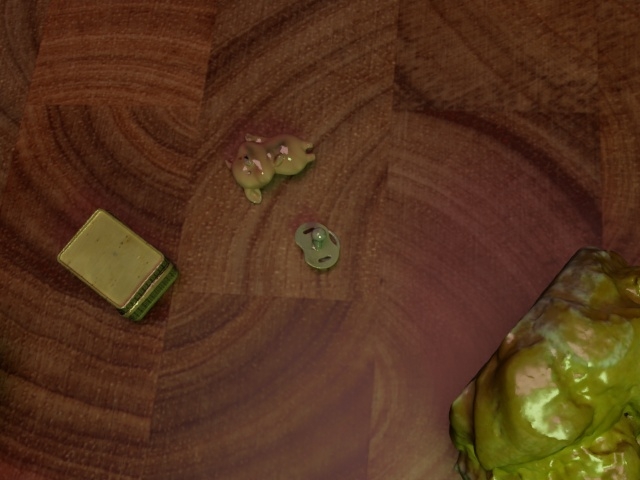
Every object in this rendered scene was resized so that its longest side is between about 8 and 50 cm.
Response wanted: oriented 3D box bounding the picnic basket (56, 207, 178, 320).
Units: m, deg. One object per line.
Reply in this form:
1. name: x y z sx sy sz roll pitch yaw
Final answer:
1. picnic basket: -0.319 0.039 1.200 0.164 0.079 0.115 37 78 18

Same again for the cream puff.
1. cream puff: 0.335 0.203 0.927 0.275 0.378 0.378 38 80 18

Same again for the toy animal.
1. toy animal: -0.082 -0.126 1.230 0.150 0.089 0.084 -18 47 5

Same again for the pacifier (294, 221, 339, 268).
1. pacifier: 0.000 0.000 1.176 0.068 0.064 0.083 -21 68 -18
